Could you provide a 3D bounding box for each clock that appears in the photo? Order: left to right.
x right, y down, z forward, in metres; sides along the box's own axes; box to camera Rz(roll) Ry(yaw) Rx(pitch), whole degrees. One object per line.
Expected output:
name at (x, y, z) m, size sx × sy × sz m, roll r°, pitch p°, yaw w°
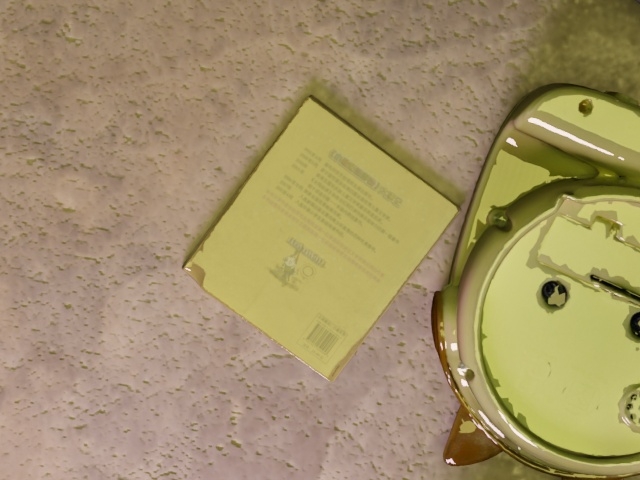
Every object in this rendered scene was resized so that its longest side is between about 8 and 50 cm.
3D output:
clock at (0.240, 0.064, 1.476) m, size 0.286 × 0.117 × 0.348 m, roll 23°, pitch 96°, yaw -2°

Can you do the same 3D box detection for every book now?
book at (0.000, 0.000, 1.520) m, size 0.168 × 0.013 × 0.192 m, roll 37°, pitch 95°, yaw -4°

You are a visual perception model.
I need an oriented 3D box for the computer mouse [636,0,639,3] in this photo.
computer mouse at (0.382, -0.338, 1.436) m, size 0.374 × 0.114 × 0.203 m, roll -41°, pitch 97°, yaw 12°
